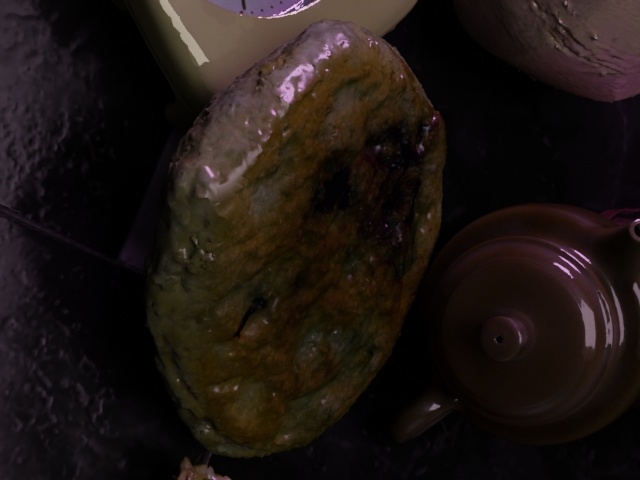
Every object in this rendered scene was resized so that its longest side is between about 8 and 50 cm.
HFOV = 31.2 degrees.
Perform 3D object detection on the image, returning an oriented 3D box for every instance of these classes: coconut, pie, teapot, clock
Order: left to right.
[{"bbox_3d":[-0.073,-0.247,0.801,0.235,0.096,0.308,-41,111,-26],"label":"clock"},{"bbox_3d":[0.000,0.000,0.806,0.323,0.070,0.323,-30,132,-39],"label":"pie"},{"bbox_3d":[0.151,0.072,0.872,0.185,0.268,0.175,52,22,16],"label":"teapot"},{"bbox_3d":[0.228,-0.227,0.933,0.230,0.227,0.227,22,77,-32],"label":"coconut"}]

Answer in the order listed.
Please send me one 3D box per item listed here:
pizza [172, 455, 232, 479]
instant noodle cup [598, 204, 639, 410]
[{"bbox_3d":[-0.094,0.295,0.799,0.280,0.075,0.287,11,81,-37],"label":"pizza"},{"bbox_3d":[0.335,0.060,0.996,0.235,0.178,0.234,-1,92,-50],"label":"instant noodle cup"}]
